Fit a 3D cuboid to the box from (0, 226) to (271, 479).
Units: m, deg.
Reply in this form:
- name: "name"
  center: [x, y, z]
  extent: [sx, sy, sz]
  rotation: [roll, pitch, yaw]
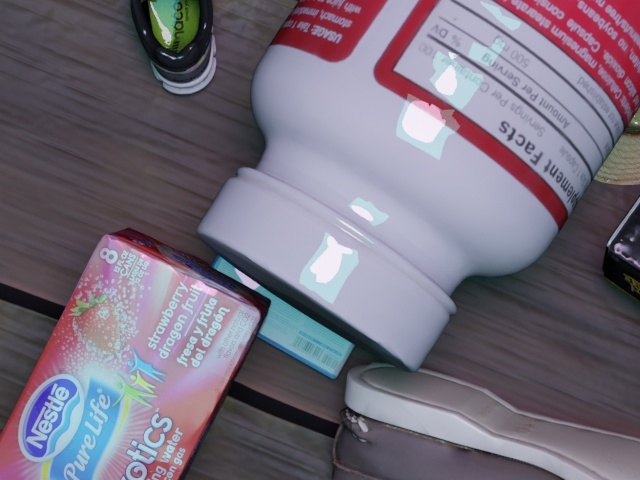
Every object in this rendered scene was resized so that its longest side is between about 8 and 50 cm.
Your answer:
- name: "box"
  center: [-0.144, 0.129, 1.199]
  extent: [0.123, 0.128, 0.256]
  rotation: [27, 93, 0]

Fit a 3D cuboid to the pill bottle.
- name: "pill bottle"
  center: [0.100, -0.127, 1.159]
  extent: [0.229, 0.229, 0.407]
  rotation: [34, 84, 0]

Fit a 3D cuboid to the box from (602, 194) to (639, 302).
- name: "box"
  center: [0.387, -0.042, 1.202]
  extent: [0.257, 0.079, 0.322]
  rotation: [34, 81, 13]

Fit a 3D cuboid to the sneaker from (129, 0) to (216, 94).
- name: "sneaker"
  center: [-0.106, -0.191, 1.243]
  extent: [0.063, 0.075, 0.170]
  rotation: [-7, 88, -1]

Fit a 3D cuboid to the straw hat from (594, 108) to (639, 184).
- name: "straw hat"
  center: [0.232, -0.110, 1.255]
  extent: [0.145, 0.061, 0.144]
  rotation: [0, 88, 0]

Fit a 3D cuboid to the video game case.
- name: "video game case"
  center: [0.000, 0.000, 1.270]
  extent: [0.119, 0.015, 0.166]
  rotation: [30, 88, 0]

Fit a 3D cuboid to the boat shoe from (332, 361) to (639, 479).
- name: "boat shoe"
  center: [0.158, 0.177, 1.190]
  extent: [0.324, 0.116, 0.096]
  rotation: [18, 104, 20]
